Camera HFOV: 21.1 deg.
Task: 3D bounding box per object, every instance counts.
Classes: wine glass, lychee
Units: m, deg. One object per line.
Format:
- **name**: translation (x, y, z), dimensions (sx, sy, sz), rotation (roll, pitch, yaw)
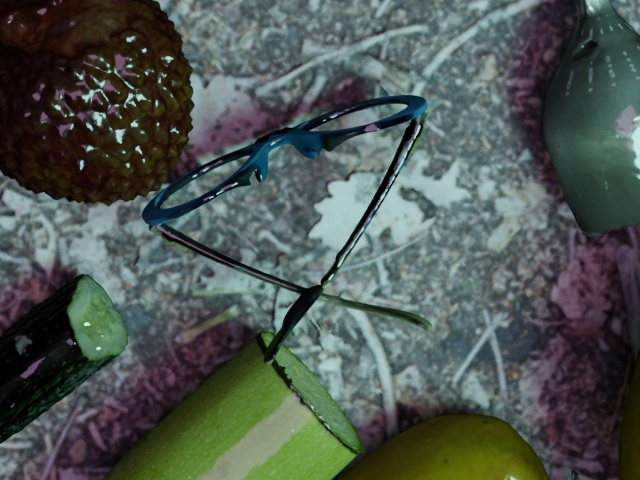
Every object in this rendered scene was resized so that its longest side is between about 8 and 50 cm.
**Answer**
- **wine glass**: translation (0.231, -0.132, 1.375), dimensions (0.126, 0.126, 0.241), rotation (-17, 103, -5)
- **lychee**: translation (-0.183, -0.112, 1.301), dimensions (0.188, 0.188, 0.188), rotation (-2, 101, -8)

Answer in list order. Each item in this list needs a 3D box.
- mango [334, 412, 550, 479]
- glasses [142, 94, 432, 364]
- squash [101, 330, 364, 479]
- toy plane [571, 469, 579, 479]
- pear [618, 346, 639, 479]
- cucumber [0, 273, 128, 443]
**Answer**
- **mango**: translation (0.057, 0.305, 1.419), dimensions (0.253, 0.182, 0.365), rotation (35, 84, -11)
- **glasses**: translation (-0.002, -0.010, 1.332), dimensions (0.239, 0.102, 0.207), rotation (-25, 73, -4)
- **squash**: translation (-0.097, 0.198, 1.390), dimensions (0.247, 0.132, 0.132), rotation (-40, 104, 2)
- **toy plane**: translation (0.297, 0.266, 1.497), dimensions (0.226, 0.058, 0.226), rotation (18, 82, -11)
- **pear**: translation (0.429, 0.118, 1.334), dimensions (0.418, 0.362, 0.362), rotation (-37, 104, 14)
- **cucumber**: translation (-0.263, 0.126, 1.383), dimensions (0.241, 0.074, 0.074), rotation (-38, 104, 3)
